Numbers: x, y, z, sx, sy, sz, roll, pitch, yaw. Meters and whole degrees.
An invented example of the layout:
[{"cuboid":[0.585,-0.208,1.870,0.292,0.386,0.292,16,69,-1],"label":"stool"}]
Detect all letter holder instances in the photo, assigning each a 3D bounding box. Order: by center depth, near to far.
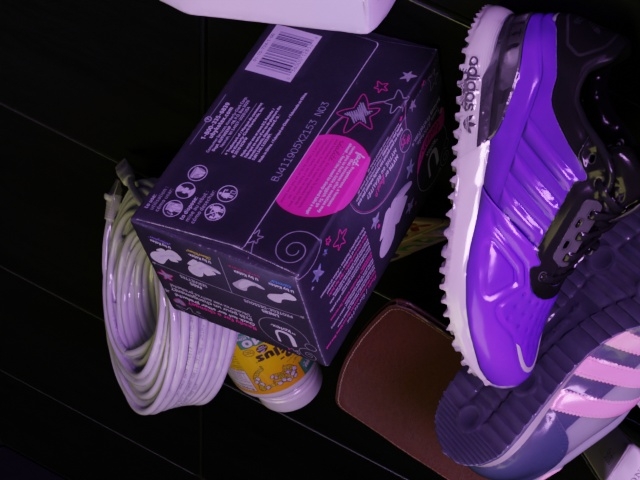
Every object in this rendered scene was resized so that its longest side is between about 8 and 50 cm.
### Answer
[{"cuboid":[0.152,0.112,1.339,0.214,0.152,0.302,31,153,5],"label":"letter holder"}]

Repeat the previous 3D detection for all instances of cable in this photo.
[{"cuboid":[-0.168,0.059,1.469,0.089,0.257,0.257,0,-161,-27],"label":"cable"}]

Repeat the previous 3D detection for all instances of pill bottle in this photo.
[{"cuboid":[-0.069,0.115,1.603,0.118,0.117,0.208,14,148,31],"label":"pill bottle"}]

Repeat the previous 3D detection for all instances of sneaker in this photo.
[{"cuboid":[0.176,-0.025,0.996,0.146,0.102,0.293,7,102,25],"label":"sneaker"},{"cuboid":[0.243,0.082,1.102,0.131,0.319,0.112,36,-161,-46],"label":"sneaker"}]

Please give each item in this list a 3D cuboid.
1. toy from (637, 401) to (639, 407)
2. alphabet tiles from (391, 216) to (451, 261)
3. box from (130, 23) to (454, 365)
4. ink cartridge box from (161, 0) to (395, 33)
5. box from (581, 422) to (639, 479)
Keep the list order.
[{"cuboid":[0.302,0.060,1.169,0.137,0.056,0.237,-35,115,16],"label":"toy"},{"cuboid":[0.000,0.000,1.308,0.237,0.009,0.198,3,166,-28],"label":"alphabet tiles"},{"cuboid":[-0.016,-0.047,1.126,0.163,0.247,0.142,18,150,24],"label":"box"},{"cuboid":[-0.144,-0.302,0.872,0.385,0.091,0.308,8,134,20],"label":"ink cartridge box"},{"cuboid":[0.416,0.293,1.345,0.322,0.058,0.232,34,-176,4],"label":"box"}]
